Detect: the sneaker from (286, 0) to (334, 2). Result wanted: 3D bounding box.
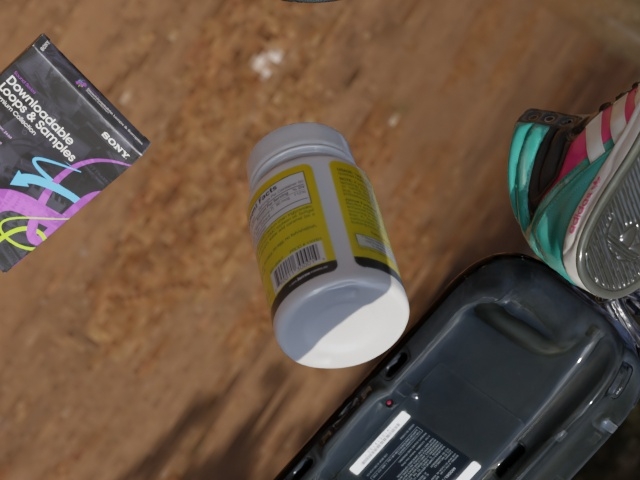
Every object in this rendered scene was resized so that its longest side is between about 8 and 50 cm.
[{"bbox_3d":[-0.053,-0.305,1.754,0.087,0.227,0.130,-91,-156,-55],"label":"sneaker"}]

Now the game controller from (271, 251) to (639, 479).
[{"bbox_3d":[0.074,0.156,1.267,0.319,0.166,0.067,-49,-161,9],"label":"game controller"}]

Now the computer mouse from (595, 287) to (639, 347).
[{"bbox_3d":[0.304,-0.008,1.878,0.072,0.188,0.272,-11,-155,31],"label":"computer mouse"}]

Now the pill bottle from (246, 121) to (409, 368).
[{"bbox_3d":[0.000,0.000,1.650,0.119,0.119,0.208,-58,-147,37],"label":"pill bottle"}]

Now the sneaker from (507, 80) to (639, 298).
[{"bbox_3d":[0.259,-0.095,1.557,0.295,0.124,0.178,-54,-151,-7],"label":"sneaker"}]

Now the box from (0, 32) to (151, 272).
[{"bbox_3d":[-0.223,-0.063,1.400,0.162,0.116,0.029,-39,-166,24],"label":"box"}]
